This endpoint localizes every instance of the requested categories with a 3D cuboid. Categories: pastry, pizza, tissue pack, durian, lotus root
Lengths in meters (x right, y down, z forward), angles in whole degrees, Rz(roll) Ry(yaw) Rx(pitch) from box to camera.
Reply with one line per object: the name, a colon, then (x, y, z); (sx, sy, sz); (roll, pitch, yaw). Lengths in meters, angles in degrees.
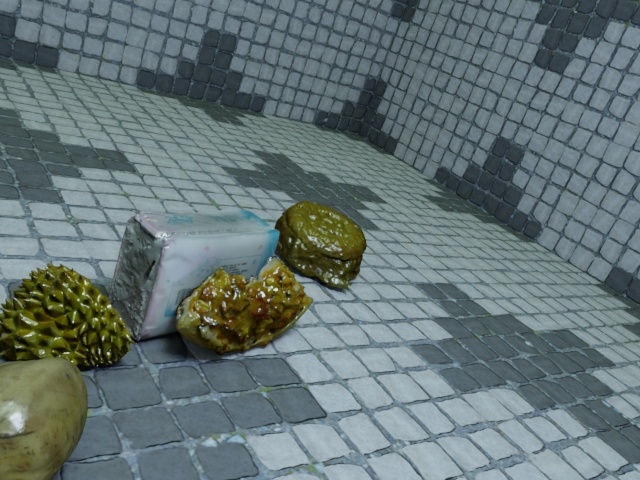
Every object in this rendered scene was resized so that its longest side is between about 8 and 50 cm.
pastry: (0.000, 0.000, 1.471); (0.240, 0.132, 0.235); (22, 19, 6)
pizza: (-0.118, 0.118, 1.021); (0.086, 0.161, 0.306); (22, 19, 40)
tissue pack: (-0.220, 0.051, 1.044); (0.124, 0.201, 0.271); (29, 20, 31)
durian: (-0.383, 0.116, 0.865); (0.182, 0.165, 0.132); (55, 0, 20)
lotus root: (-0.345, 0.203, 0.635); (0.155, 0.140, 0.257); (-20, 10, 4)
